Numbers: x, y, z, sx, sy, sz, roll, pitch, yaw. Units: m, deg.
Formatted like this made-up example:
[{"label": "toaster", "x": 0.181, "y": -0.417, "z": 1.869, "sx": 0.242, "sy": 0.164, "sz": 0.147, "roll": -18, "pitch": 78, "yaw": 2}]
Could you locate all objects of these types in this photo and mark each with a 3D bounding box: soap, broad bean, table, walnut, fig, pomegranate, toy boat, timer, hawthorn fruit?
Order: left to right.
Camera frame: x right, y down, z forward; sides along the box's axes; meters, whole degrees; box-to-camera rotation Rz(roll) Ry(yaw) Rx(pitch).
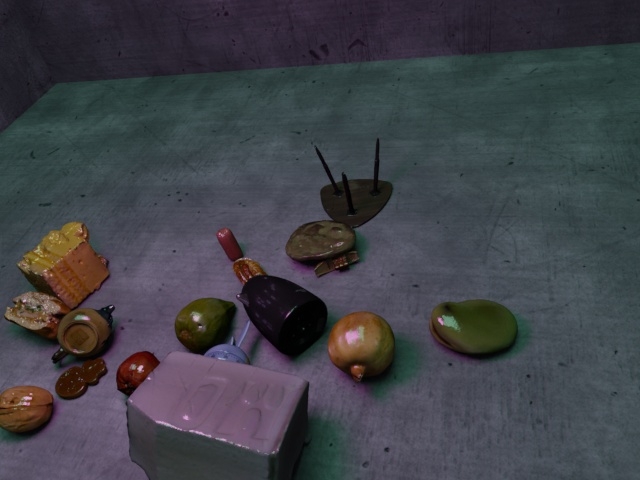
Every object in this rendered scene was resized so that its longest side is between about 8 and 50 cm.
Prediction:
[{"label": "walnut", "x": -0.950, "y": 0.536, "z": 1.721, "sx": 0.180, "sy": 0.144, "sz": 0.144, "roll": 2, "pitch": 44, "yaw": 5}, {"label": "hawthorn fruit", "x": -0.571, "y": 0.423, "z": 1.740, "sx": 0.148, "sy": 0.148, "sz": 0.172, "roll": -1, "pitch": 26, "yaw": 14}, {"label": "fig", "x": -0.389, "y": 0.265, "z": 1.838, "sx": 0.167, "sy": 0.167, "sz": 0.233, "roll": 19, "pitch": 59, "yaw": 31}, {"label": "soap", "x": -0.265, "y": 0.485, "z": 1.421, "sx": 0.436, "sy": 0.212, "sz": 0.350, "roll": 9, "pitch": 24, "yaw": 14}, {"label": "timer", "x": -0.275, "y": 0.386, "z": 1.711, "sx": 0.176, "sy": 0.175, "sz": 0.255, "roll": 8, "pitch": 19, "yaw": 23}, {"label": "toy boat", "x": 0.058, "y": 0.082, "z": 1.978, "sx": 0.172, "sy": 0.065, "sz": 0.066, "roll": -20, "pitch": 34, "yaw": 0}, {"label": "table", "x": 0.122, "y": -0.243, "z": 2.169, "sx": 0.318, "sy": 0.249, "sz": 0.317, "roll": -8, "pitch": 43, "yaw": 7}, {"label": "pomegranate", "x": 0.126, "y": 0.314, "z": 1.629, "sx": 0.207, "sy": 0.207, "sz": 0.207, "roll": -8, "pitch": 43, "yaw": 7}, {"label": "broad bean", "x": 0.465, "y": 0.258, "z": 1.642, "sx": 0.264, "sy": 0.121, "sz": 0.188, "roll": -4, "pitch": 47, "yaw": 8}]

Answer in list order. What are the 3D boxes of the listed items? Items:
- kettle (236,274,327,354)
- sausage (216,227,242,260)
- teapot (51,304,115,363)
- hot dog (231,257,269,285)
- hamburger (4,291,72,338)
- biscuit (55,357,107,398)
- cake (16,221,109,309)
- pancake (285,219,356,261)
[{"label": "kettle", "x": -0.125, "y": 0.218, "z": 1.808, "sx": 0.269, "sy": 0.207, "sz": 0.290, "roll": -3, "pitch": 25, "yaw": -45}, {"label": "sausage", "x": -0.352, "y": 0.015, "z": 2.095, "sx": 0.062, "sy": 0.154, "sz": 0.062, "roll": -12, "pitch": 43, "yaw": 11}, {"label": "teapot", "x": -0.837, "y": 0.326, "z": 1.914, "sx": 0.269, "sy": 0.173, "sz": 0.182, "roll": -43, "pitch": 12, "yaw": 0}, {"label": "hot dog", "x": -0.263, "y": 0.123, "z": 2.031, "sx": 0.099, "sy": 0.053, "sz": 0.192, "roll": -30, "pitch": 47, "yaw": -22}, {"label": "hamburger", "x": -1.025, "y": 0.276, "z": 2.003, "sx": 0.283, "sy": 0.156, "sz": 0.143, "roll": 10, "pitch": 67, "yaw": 31}, {"label": "biscuit", "x": -0.811, "y": 0.468, "z": 1.833, "sx": 0.175, "sy": 0.026, "sz": 0.124, "roll": -29, "pitch": 46, "yaw": -15}, {"label": "cake", "x": -0.994, "y": 0.087, "z": 2.139, "sx": 0.223, "sy": 0.227, "sz": 0.286, "roll": 17, "pitch": 51, "yaw": 31}, {"label": "pancake", "x": 0.000, "y": 0.000, "z": 2.056, "sx": 0.295, "sy": 0.049, "sz": 0.294, "roll": -11, "pitch": 28, "yaw": 6}]
